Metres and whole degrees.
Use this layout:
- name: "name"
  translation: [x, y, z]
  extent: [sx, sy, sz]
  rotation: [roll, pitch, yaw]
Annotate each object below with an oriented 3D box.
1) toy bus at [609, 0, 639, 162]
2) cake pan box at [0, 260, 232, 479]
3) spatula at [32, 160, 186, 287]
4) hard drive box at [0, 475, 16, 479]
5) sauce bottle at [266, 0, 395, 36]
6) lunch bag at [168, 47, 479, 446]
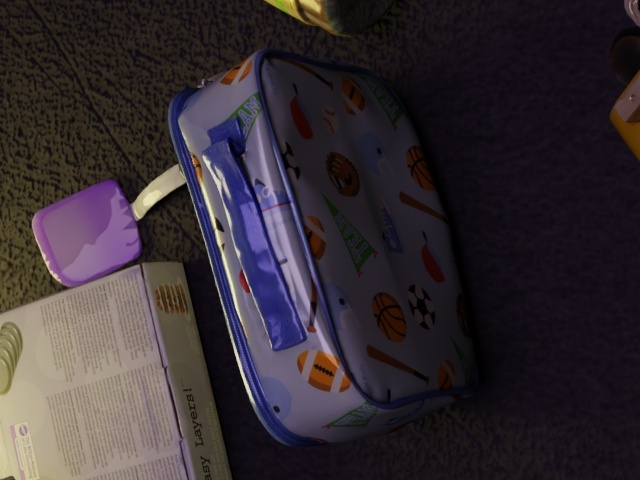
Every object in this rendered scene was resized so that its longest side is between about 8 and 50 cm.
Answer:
- name: "toy bus"
  translation: [0.255, -0.096, 1.234]
  extent: [0.202, 0.104, 0.191]
  rotation: [5, 98, 52]
- name: "cake pan box"
  translation: [-0.203, 0.175, 1.577]
  extent: [0.246, 0.070, 0.266]
  rotation: [-21, 78, 33]
- name: "spatula"
  translation: [-0.131, -0.049, 1.553]
  extent: [0.296, 0.030, 0.084]
  rotation: [-29, 75, 29]
- name: "hard drive box"
  translation: [-0.261, 0.347, 1.489]
  extent: [0.089, 0.181, 0.232]
  rotation: [-19, 116, 31]
- name: "sauce bottle"
  translation: [-0.086, -0.281, 1.480]
  extent: [0.344, 0.111, 0.111]
  rotation: [30, 106, 30]
- name: "lunch bag"
  translation: [0.000, 0.000, 1.343]
  extent: [0.115, 0.243, 0.303]
  rotation: [-25, 77, 30]
